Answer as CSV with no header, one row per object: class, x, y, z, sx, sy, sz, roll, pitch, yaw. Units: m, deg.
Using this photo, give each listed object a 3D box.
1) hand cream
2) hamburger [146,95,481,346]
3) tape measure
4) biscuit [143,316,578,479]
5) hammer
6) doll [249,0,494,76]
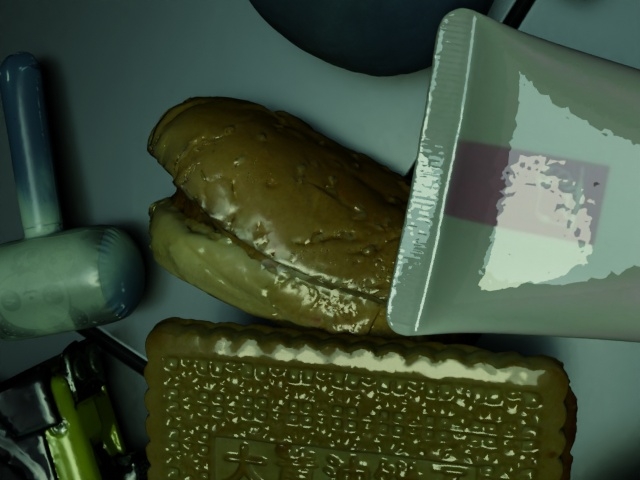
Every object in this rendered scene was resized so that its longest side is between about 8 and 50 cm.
hand cream,0.227,-0.010,0.640,0.359,0.118,0.185,9,99,-4
hamburger,0.000,0.000,0.708,0.262,0.131,0.124,26,97,2
tape measure,-0.212,0.179,0.766,0.199,0.112,0.186,-19,92,12
biscuit,0.019,0.137,0.674,0.255,0.029,0.172,4,110,9
hammer,-0.188,-0.033,0.771,0.116,0.069,0.194,-10,87,11
doll,0.067,-0.216,0.676,0.258,0.154,0.228,-39,93,22
